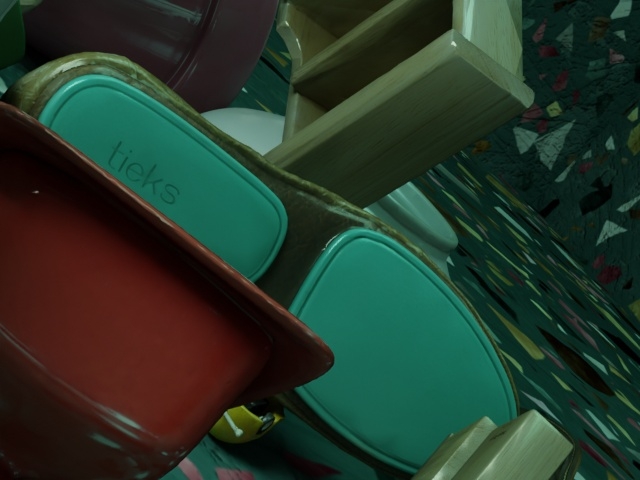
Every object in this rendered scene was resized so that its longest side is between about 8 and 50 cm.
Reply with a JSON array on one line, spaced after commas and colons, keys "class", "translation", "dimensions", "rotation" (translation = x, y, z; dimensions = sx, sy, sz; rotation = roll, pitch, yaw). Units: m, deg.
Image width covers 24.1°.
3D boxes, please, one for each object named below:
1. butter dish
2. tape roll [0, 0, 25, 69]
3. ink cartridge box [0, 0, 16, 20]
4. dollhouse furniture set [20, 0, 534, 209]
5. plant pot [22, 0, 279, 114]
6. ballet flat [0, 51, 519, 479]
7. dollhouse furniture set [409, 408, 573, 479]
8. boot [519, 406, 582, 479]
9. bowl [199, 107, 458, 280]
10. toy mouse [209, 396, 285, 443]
[{"class": "butter dish", "translation": [-0.105, 0.048, 0.559], "dimensions": [0.160, 0.118, 0.160], "rotation": [38, -29, -16]}, {"class": "tape roll", "translation": [-0.228, -0.215, 0.663], "dimensions": [0.321, 0.077, 0.321], "rotation": [58, -16, 28]}, {"class": "ink cartridge box", "translation": [-0.198, -0.053, 0.338], "dimensions": [0.121, 0.211, 0.289], "rotation": [42, 10, 3]}, {"class": "dollhouse furniture set", "translation": [-0.073, -0.226, 0.861], "dimensions": [0.394, 0.362, 0.256], "rotation": [32, 45, -30]}, {"class": "plant pot", "translation": [-0.155, -0.202, 1.165], "dimensions": [0.180, 0.201, 0.201], "rotation": [16, 25, -34]}, {"class": "ballet flat", "translation": [-0.035, 0.016, 0.817], "dimensions": [0.342, 0.116, 0.124], "rotation": [34, -6, -25]}, {"class": "dollhouse furniture set", "translation": [0.088, 0.167, 0.698], "dimensions": [0.123, 0.144, 0.151], "rotation": [44, -26, 1]}, {"class": "boot", "translation": [0.125, 0.148, 1.065], "dimensions": [0.106, 0.082, 0.219], "rotation": [43, 12, -12]}, {"class": "bowl", "translation": [0.000, 0.000, 1.051], "dimensions": [0.298, 0.134, 0.298], "rotation": [40, 11, -10]}, {"class": "toy mouse", "translation": [-0.077, 0.055, 0.826], "dimensions": [0.143, 0.031, 0.161], "rotation": [45, 11, 11]}]
